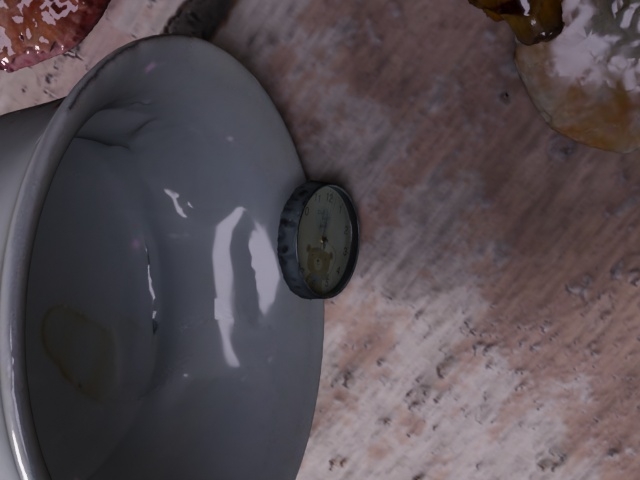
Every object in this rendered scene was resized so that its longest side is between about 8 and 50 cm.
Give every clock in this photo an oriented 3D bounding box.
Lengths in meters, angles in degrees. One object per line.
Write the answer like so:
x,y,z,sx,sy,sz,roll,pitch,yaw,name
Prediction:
0.000,0.000,0.910,0.017,0.085,0.085,4,115,33,clock

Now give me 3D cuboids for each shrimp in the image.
0.244,-0.193,0.823,0.168,0.077,0.317,31,113,-6,shrimp

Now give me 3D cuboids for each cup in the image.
-0.143,0.050,0.832,0.163,0.347,0.347,-2,113,27,cup

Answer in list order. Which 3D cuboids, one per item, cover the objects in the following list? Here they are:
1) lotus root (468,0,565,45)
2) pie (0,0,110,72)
0.060,-0.272,0.762,0.169,0.151,0.342,-31,108,2,lotus root
-0.229,-0.217,0.855,0.219,0.054,0.204,38,109,-9,pie
